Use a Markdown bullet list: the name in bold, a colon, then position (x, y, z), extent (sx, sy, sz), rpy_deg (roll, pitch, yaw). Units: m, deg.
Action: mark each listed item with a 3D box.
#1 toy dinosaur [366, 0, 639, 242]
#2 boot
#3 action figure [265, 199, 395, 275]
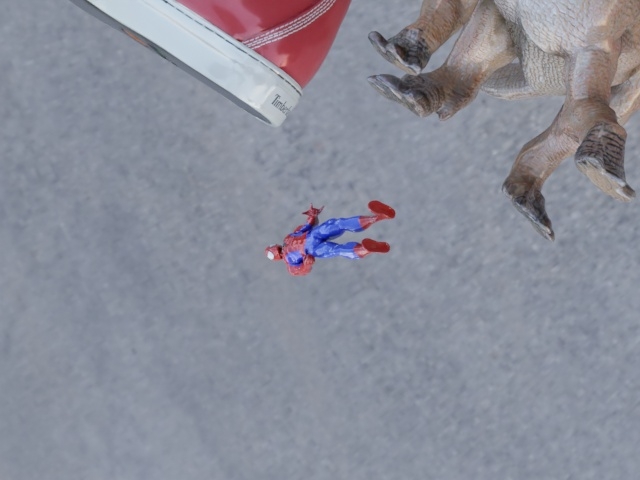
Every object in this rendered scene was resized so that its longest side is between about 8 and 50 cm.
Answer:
- **toy dinosaur**: position (0.130, -0.117, 0.534), extent (0.127, 0.200, 0.296), rpy_deg (39, 176, 8)
- **boot**: position (-0.073, -0.197, 0.692), extent (0.244, 0.088, 0.176), rpy_deg (33, 89, 15)
- **action figure**: position (0.000, 0.000, 0.755), extent (0.115, 0.030, 0.038), rpy_deg (-18, 63, 56)
